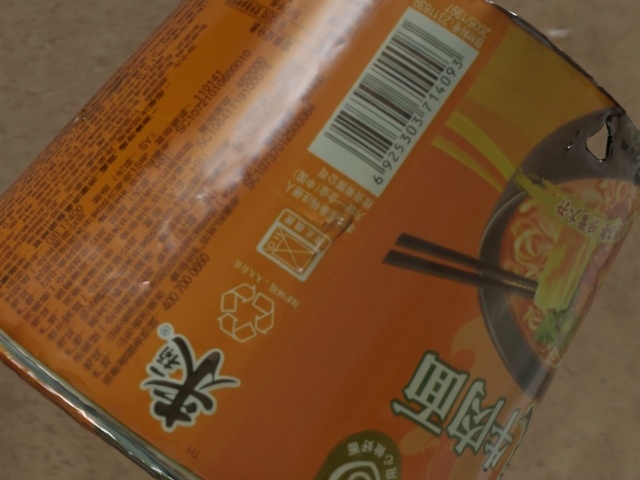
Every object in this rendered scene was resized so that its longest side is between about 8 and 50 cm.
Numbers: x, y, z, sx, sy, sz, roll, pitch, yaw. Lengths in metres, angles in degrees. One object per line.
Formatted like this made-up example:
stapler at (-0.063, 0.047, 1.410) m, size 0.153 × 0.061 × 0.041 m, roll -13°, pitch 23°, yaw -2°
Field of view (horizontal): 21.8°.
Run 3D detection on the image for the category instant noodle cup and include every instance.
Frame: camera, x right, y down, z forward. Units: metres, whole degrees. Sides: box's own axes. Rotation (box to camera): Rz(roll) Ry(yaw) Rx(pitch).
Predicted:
instant noodle cup at (0.000, 0.000, 0.600) m, size 0.230 × 0.230 × 0.182 m, roll 35°, pitch 88°, yaw -26°
